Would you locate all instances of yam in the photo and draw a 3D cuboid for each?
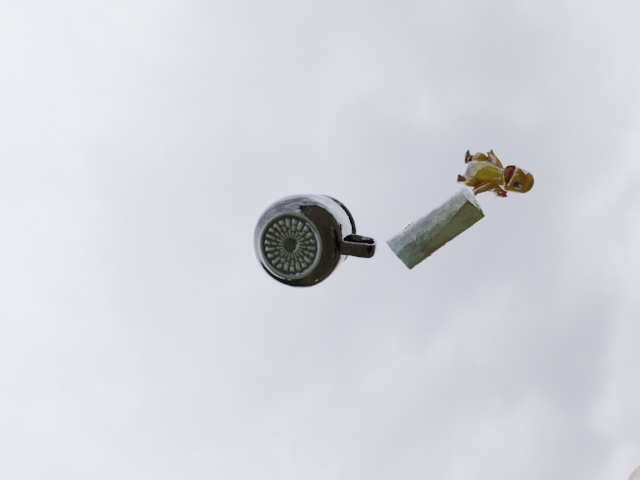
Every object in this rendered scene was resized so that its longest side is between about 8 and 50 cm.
[{"bbox_3d":[0.194,-0.018,1.561,0.169,0.068,0.068,-36,-31,17],"label":"yam"}]

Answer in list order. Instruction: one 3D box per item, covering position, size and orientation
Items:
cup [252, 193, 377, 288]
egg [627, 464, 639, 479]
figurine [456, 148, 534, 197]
[{"bbox_3d":[0.000,0.000,1.685,0.176,0.223,0.169,-23,-58,-71],"label":"cup"},{"bbox_3d":[0.735,0.553,1.942,0.195,0.195,0.233,-54,-51,-10],"label":"egg"},{"bbox_3d":[0.409,-0.137,2.120,0.122,0.176,0.121,49,-119,-50],"label":"figurine"}]
